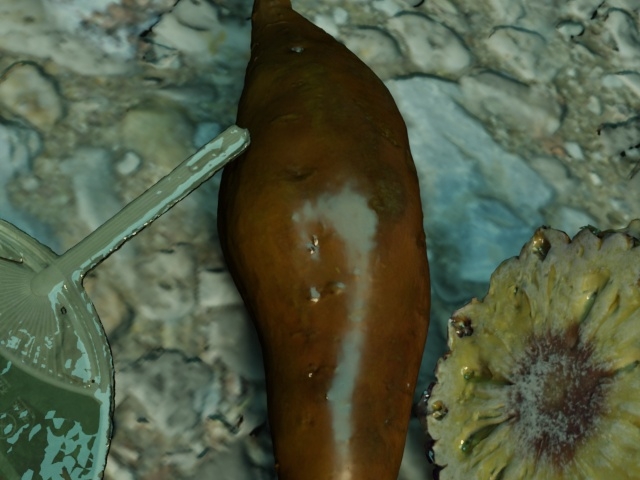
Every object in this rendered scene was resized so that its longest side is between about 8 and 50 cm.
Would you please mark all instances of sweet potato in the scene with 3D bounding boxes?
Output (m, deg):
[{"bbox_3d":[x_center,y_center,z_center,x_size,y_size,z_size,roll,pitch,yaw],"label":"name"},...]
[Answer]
[{"bbox_3d":[0.001,-0.005,0.639,0.112,0.112,0.359,0,57,-15],"label":"sweet potato"}]

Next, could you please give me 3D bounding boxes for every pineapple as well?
[{"bbox_3d":[0.150,0.088,0.604,0.137,0.161,0.175,20,76,-41],"label":"pineapple"}]

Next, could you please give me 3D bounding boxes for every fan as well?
[{"bbox_3d":[-0.156,0.071,0.564,0.295,0.012,0.223,-11,68,-5],"label":"fan"}]
